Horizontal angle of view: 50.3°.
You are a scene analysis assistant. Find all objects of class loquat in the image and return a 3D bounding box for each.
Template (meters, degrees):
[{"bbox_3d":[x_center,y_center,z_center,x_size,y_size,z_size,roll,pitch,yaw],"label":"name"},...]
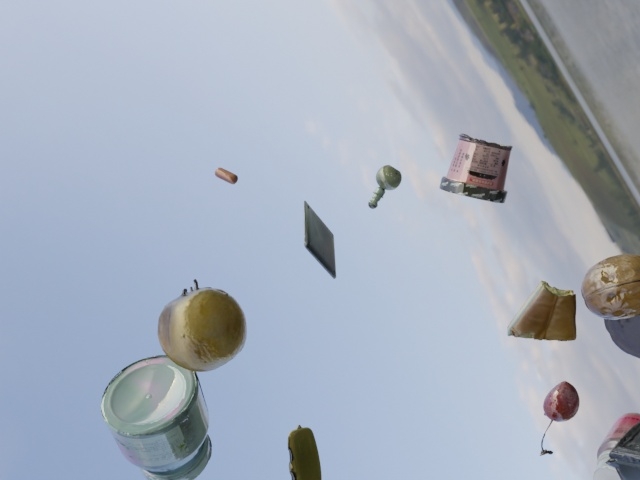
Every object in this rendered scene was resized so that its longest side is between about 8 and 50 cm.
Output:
[{"bbox_3d":[-0.271,0.196,1.551,0.213,0.213,0.213,44,-152,-31],"label":"loquat"}]

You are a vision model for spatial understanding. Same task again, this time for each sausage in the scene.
[{"bbox_3d":[-0.296,-0.203,2.139,0.083,0.034,0.034,26,-170,27],"label":"sausage"}]

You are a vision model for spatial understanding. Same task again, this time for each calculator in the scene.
[{"bbox_3d":[-0.050,0.718,2.213,0.157,0.033,0.236,7,-110,-56],"label":"calculator"}]

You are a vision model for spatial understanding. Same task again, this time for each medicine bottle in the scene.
[{"bbox_3d":[0.823,0.577,1.825,0.247,0.147,0.147,-29,-91,-44],"label":"medicine bottle"},{"bbox_3d":[-0.402,0.476,1.756,0.244,0.245,0.289,-90,-7,-49],"label":"medicine bottle"}]

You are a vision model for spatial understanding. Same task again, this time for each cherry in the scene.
[{"bbox_3d":[0.679,0.506,1.953,0.107,0.090,0.225,-9,-65,-51],"label":"cherry"}]

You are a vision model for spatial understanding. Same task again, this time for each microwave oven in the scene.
[{"bbox_3d":[0.822,0.522,1.560,0.178,0.247,0.188,-32,-83,-25],"label":"microwave oven"}]

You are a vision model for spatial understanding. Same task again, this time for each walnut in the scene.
[{"bbox_3d":[0.792,0.123,1.799,0.167,0.207,0.167,27,-129,-38],"label":"walnut"}]

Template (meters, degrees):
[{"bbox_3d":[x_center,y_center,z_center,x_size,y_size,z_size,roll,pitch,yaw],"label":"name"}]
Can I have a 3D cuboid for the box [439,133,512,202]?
[{"bbox_3d":[0.359,-0.165,1.547,0.151,0.151,0.135,-16,-59,-66],"label":"box"}]

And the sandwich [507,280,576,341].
[{"bbox_3d":[0.730,0.232,2.266,0.108,0.220,0.185,-21,-72,-73],"label":"sandwich"}]

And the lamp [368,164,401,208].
[{"bbox_3d":[0.217,-0.182,2.386,0.091,0.163,0.091,29,-174,-4],"label":"lamp"}]

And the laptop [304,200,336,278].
[{"bbox_3d":[0.000,0.000,2.383,0.269,0.015,0.187,49,-147,-53],"label":"laptop"}]

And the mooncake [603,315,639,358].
[{"bbox_3d":[0.959,0.232,1.998,0.133,0.245,0.244,-19,-102,-38],"label":"mooncake"}]
